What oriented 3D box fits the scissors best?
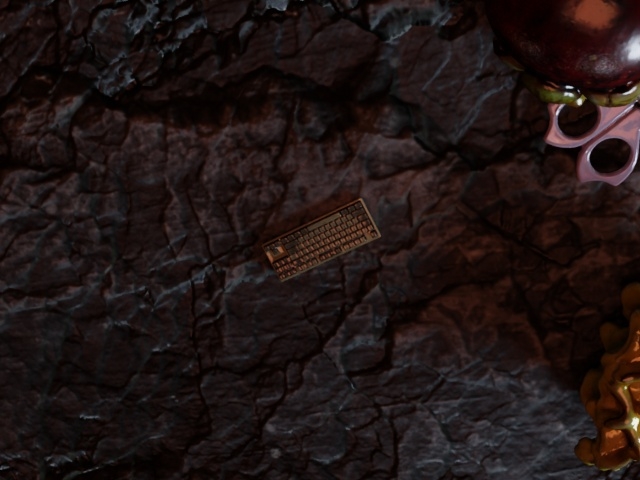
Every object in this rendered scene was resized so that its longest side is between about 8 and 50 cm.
[{"bbox_3d":[0.322,-0.141,0.955,0.212,0.021,0.110,-37,101,22],"label":"scissors"}]

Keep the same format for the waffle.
[{"bbox_3d":[0.435,0.167,0.980,0.324,0.151,0.261,26,116,0],"label":"waffle"}]

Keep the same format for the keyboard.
[{"bbox_3d":[0.000,0.000,1.078,0.129,0.015,0.049,-24,103,19],"label":"keyboard"}]

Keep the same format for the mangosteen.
[{"bbox_3d":[0.233,-0.202,0.882,0.200,0.200,0.199,4,111,11],"label":"mangosteen"}]
